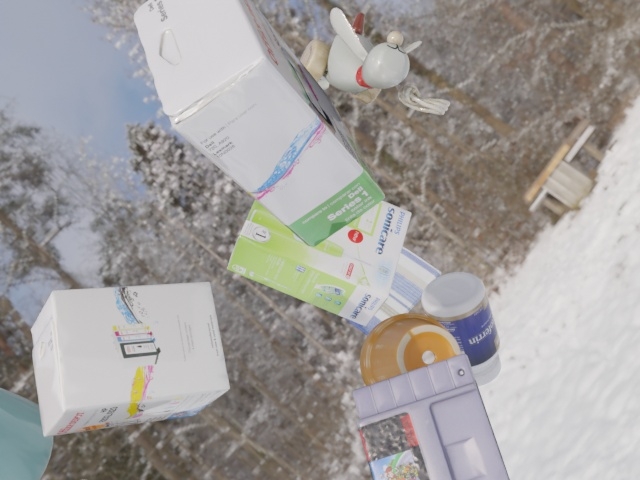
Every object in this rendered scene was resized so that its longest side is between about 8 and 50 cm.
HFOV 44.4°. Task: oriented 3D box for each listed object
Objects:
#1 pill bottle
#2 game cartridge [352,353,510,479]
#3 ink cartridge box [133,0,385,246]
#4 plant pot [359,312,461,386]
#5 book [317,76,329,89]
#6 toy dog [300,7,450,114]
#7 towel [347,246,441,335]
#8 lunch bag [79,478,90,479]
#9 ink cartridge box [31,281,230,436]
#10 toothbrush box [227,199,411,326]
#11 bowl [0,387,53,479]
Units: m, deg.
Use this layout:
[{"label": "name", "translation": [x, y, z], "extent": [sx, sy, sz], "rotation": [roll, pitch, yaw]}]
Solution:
[{"label": "pill bottle", "translation": [0.349, 0.219, 1.900], "extent": [0.153, 0.153, 0.264], "rotation": [-43, -54, -29]}, {"label": "game cartridge", "translation": [0.204, 0.400, 1.368], "extent": [0.230, 0.354, 0.068], "rotation": [-19, -22, 7]}, {"label": "ink cartridge box", "translation": [-0.064, -0.149, 0.887], "extent": [0.117, 0.201, 0.278], "rotation": [-34, -38, 11]}, {"label": "plant pot", "translation": [0.195, 0.242, 1.575], "extent": [0.205, 0.205, 0.188], "rotation": [-48, -2, -13]}, {"label": "book", "translation": [-0.054, -0.357, 1.771], "extent": [0.144, 0.096, 0.035], "rotation": [-37, -36, -54]}, {"label": "toy dog", "translation": [0.089, -0.345, 1.415], "extent": [0.220, 0.334, 0.160], "rotation": [15, -86, -39]}, {"label": "towel", "translation": [0.195, 0.148, 2.290], "extent": [0.285, 0.209, 0.034], "rotation": [-49, -39, -8]}, {"label": "lunch bag", "translation": [-0.401, 0.602, 1.449], "extent": [0.256, 0.305, 0.212], "rotation": [-60, -33, -29]}, {"label": "ink cartridge box", "translation": [-0.280, 0.171, 1.134], "extent": [0.233, 0.168, 0.171], "rotation": [-2, -23, -30]}, {"label": "toothbrush box", "translation": [0.000, 0.000, 1.451], "extent": [0.122, 0.283, 0.206], "rotation": [120, 172, -54]}, {"label": "bowl", "translation": [-0.669, 0.375, 1.431], "extent": [0.311, 0.312, 0.163], "rotation": [-44, -43, -25]}]
